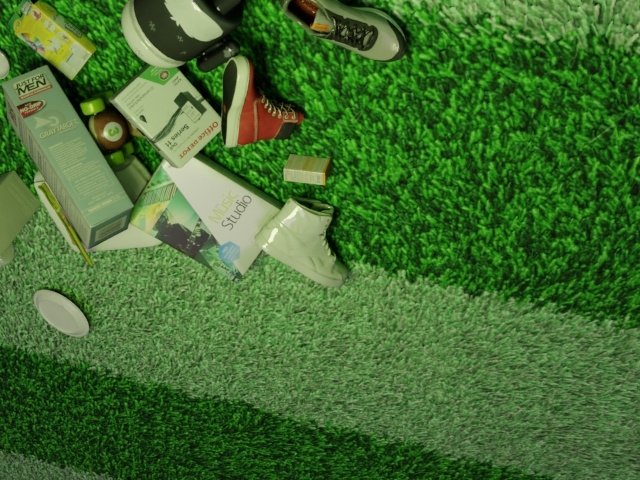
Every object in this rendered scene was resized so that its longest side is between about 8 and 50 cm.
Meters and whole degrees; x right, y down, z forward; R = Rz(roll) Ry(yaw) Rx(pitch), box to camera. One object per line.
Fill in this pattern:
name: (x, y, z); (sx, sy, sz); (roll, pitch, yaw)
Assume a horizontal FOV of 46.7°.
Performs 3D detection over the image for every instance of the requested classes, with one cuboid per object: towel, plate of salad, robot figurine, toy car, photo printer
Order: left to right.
plate of salad: (-0.794, 0.220, 2.286); (0.200, 0.048, 0.199); (16, 135, 17)
towel: (-0.621, -0.034, 1.816); (0.102, 0.021, 0.237); (49, 161, 32)
photo printer: (-0.542, -0.092, 1.900); (0.308, 0.107, 0.256); (-4, 128, 20)
toy car: (-0.422, -0.273, 1.698); (0.189, 0.149, 0.155); (-12, 112, 9)
robot figurine: (-0.264, -0.457, 1.464); (0.278, 0.174, 0.209); (-24, 76, 32)

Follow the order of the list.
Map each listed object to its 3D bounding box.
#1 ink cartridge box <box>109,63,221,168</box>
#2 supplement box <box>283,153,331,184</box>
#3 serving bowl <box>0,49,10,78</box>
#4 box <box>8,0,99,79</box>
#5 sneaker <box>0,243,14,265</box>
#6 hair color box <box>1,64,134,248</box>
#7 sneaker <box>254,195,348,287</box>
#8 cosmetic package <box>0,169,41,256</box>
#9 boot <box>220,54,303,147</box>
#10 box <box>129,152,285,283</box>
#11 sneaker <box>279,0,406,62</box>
ink cartridge box: (-0.334, -0.283, 1.636); (0.208, 0.153, 0.087); (48, 170, -24)
supplement box: (-0.030, -0.164, 1.711); (0.099, 0.062, 0.036); (8, 133, 11)
serving bowl: (-0.766, -0.420, 1.738); (0.083, 0.027, 0.083); (3, 129, 3)
box: (-0.597, -0.454, 1.652); (0.179, 0.043, 0.105); (40, 130, -20)
sneaker: (-1.007, -0.012, 2.121); (0.268, 0.101, 0.153); (45, 128, -14)
hair color box: (-0.572, -0.183, 1.682); (0.374, 0.114, 0.185); (57, 156, 3)
sneaker: (0.000, 0.000, 1.809); (0.293, 0.108, 0.169); (29, 108, -39)
cosmetic package: (-0.849, -0.061, 1.932); (0.107, 0.238, 0.127); (-13, 124, 26)
boot: (-0.116, -0.298, 1.570); (0.176, 0.088, 0.244); (-8, 149, -15)
box: (-0.275, -0.065, 1.802); (0.322, 0.058, 0.232); (31, 108, -15)
sneaker: (0.040, -0.416, 1.445); (0.272, 0.108, 0.100); (25, 130, -6)
